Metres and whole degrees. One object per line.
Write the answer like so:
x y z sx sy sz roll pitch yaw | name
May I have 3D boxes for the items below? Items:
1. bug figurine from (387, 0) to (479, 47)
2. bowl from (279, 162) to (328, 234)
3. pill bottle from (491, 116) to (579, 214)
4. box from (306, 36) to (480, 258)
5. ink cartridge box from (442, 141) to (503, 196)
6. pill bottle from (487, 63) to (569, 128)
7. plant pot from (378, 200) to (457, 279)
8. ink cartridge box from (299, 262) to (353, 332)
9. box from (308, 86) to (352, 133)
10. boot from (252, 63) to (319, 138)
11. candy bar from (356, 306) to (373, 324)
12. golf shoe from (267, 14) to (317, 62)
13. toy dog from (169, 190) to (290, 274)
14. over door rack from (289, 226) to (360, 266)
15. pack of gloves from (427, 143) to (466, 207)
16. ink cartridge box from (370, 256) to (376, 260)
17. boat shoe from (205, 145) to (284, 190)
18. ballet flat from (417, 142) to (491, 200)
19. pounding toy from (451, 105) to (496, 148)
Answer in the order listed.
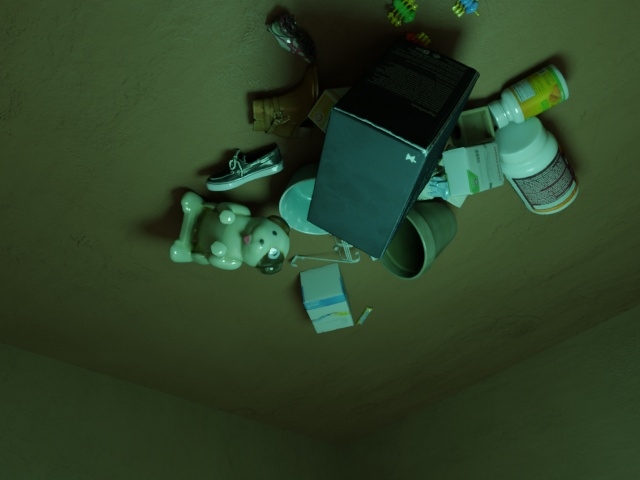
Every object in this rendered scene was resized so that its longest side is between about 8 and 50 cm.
0.345 -0.711 1.494 0.279 0.072 0.216 -34 124 30 | bug figurine
-0.008 -0.184 1.898 0.311 0.163 0.311 -2 139 -2 | bowl
0.837 -0.293 1.883 0.224 0.224 0.392 -33 131 23 | pill bottle
0.220 -0.288 1.532 0.297 0.472 0.480 27 142 10 | box
0.538 -0.251 1.686 0.219 0.160 0.092 -16 -173 -41 | ink cartridge box
0.733 -0.503 1.716 0.245 0.136 0.136 -27 133 18 | pill bottle
0.412 -0.036 2.021 0.280 0.323 0.323 -25 144 -30 | plant pot
0.034 0.288 2.367 0.197 0.198 0.270 -15 135 5 | ink cartridge box
0.067 -0.438 1.624 0.103 0.203 0.114 46 124 8 | box
-0.121 -0.478 1.652 0.220 0.109 0.283 5 141 -8 | boot
0.243 0.418 2.659 0.040 0.018 0.161 11 132 -19 | candy bar
-0.086 -0.631 1.525 0.086 0.067 0.186 -3 152 42 | golf shoe
-0.321 0.008 1.891 0.408 0.284 0.395 8 163 26 | toy dog
0.000 0.000 2.151 0.324 0.108 0.239 -4 137 15 | over door rack
0.490 -0.242 1.796 0.232 0.046 0.195 14 111 -39 | pack of gloves
0.283 -0.066 2.148 0.239 0.060 0.275 -32 133 -3 | ink cartridge box
-0.293 -0.278 1.808 0.306 0.113 0.105 -15 129 2 | boat shoe
0.503 -0.262 1.927 0.409 0.147 0.147 -35 130 25 | ballet flat
0.514 -0.438 1.759 0.181 0.206 0.094 -15 -178 -13 | pounding toy
